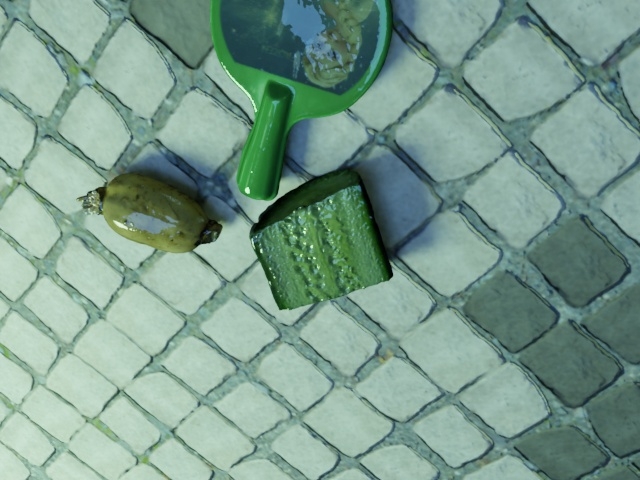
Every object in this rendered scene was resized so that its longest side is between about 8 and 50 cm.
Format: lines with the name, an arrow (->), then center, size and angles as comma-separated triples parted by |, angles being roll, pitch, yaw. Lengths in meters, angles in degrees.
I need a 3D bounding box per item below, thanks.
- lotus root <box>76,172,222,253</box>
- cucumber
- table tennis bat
lotus root -> -0.174, -0.027, 0.804 | 0.152, 0.063, 0.072 | 14, 134, 7
cucumber -> 0.000, 0.000, 0.756 | 0.116, 0.062, 0.115 | -17, 114, 8
table tennis bat -> -0.030, -0.146, 0.697 | 0.160, 0.039, 0.257 | 23, 123, 8
